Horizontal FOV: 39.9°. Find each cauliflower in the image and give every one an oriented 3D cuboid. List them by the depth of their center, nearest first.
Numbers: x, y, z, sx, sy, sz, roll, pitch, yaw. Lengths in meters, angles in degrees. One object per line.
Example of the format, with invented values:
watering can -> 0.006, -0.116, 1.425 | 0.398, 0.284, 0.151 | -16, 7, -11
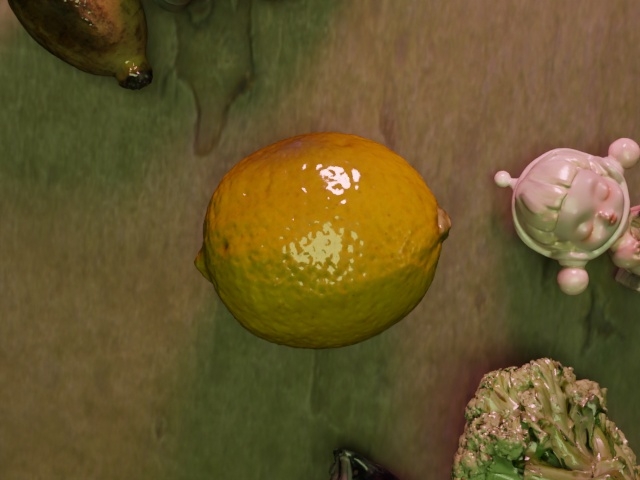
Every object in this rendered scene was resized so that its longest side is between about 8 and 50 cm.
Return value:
cauliflower -> 0.293, 0.280, 1.046 | 0.275, 0.250, 0.272 | -8, 100, -25

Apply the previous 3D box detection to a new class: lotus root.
lotus root -> -0.270, -0.260, 1.006 | 0.138, 0.138, 0.214 | -37, 106, 2

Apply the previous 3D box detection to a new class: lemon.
lemon -> 0.001, 0.001, 1.001 | 0.267, 0.267, 0.267 | 0, 97, -4

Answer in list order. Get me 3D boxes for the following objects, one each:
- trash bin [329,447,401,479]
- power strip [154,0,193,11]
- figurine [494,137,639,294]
trash bin -> 0.017, 0.477, 1.072 | 0.296, 0.256, 0.367 | 44, 101, -9
power strip -> -0.108, -0.375, 1.018 | 0.229, 0.141, 0.261 | 45, 78, -9
figurine -> 0.341, -0.033, 1.078 | 0.256, 0.144, 0.182 | 29, 115, -9
